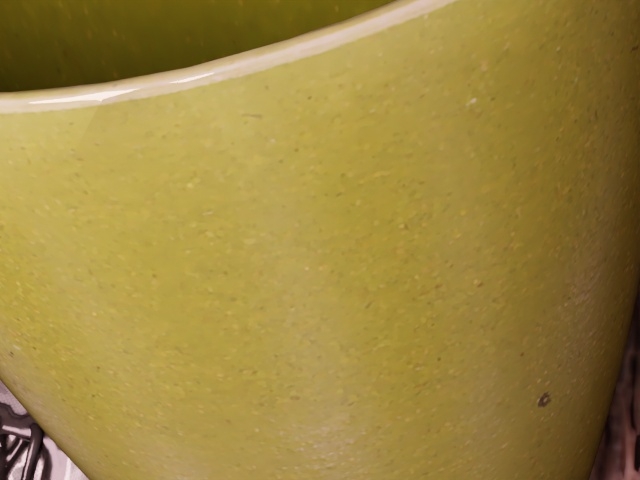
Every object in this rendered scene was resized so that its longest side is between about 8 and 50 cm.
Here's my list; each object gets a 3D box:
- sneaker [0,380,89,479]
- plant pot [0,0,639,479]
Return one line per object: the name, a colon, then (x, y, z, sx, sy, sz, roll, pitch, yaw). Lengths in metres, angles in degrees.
sneaker: (-0.177, 0.096, 0.687, 0.271, 0.108, 0.100, 14, 87, 19)
plant pot: (0.000, 0.000, 0.533, 0.275, 0.275, 0.293, -2, 127, 19)
